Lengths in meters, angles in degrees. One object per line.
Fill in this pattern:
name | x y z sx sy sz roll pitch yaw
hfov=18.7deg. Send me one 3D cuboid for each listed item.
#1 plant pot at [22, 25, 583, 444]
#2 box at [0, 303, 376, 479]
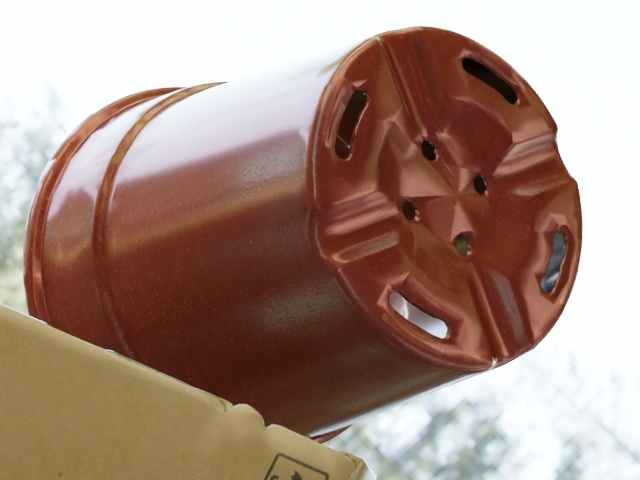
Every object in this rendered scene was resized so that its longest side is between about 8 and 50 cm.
plant pot | 0.000 0.000 1.189 0.272 0.272 0.265 -10 -7 -38
box | -0.101 0.119 0.519 0.201 0.164 0.021 -63 -23 -14
